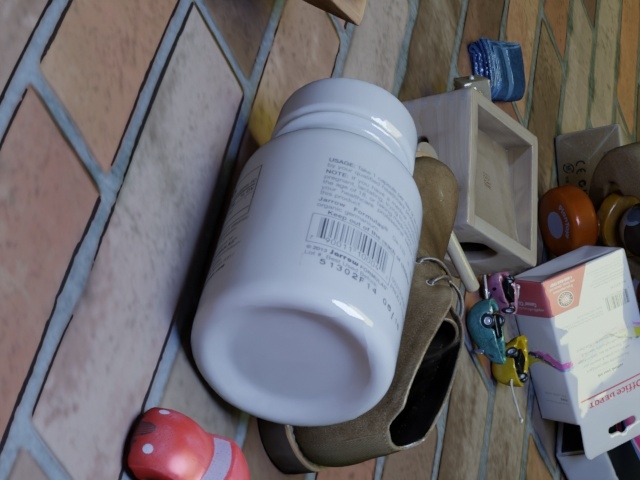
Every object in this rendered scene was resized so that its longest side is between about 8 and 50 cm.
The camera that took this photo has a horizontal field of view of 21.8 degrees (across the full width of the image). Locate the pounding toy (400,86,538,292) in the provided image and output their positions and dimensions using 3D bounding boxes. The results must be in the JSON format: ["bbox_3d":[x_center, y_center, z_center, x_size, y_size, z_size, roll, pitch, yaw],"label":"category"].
[{"bbox_3d":[0.099,-0.034,1.425,0.206,0.094,0.181,29,58,-50],"label":"pounding toy"}]

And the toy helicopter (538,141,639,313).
[{"bbox_3d":[0.381,0.063,1.781,0.235,0.140,0.355,145,-69,-66],"label":"toy helicopter"}]

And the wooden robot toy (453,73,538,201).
[{"bbox_3d":[0.149,-0.083,1.621,0.173,0.076,0.079,68,-10,-25],"label":"wooden robot toy"}]

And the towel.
[{"bbox_3d":[0.193,-0.183,1.785,0.119,0.029,0.067,-8,88,-68],"label":"towel"}]

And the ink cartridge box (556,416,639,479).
[{"bbox_3d":[0.357,0.292,1.920,0.175,0.069,0.371,-77,150,-45],"label":"ink cartridge box"}]

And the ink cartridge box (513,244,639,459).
[{"bbox_3d":[0.278,0.116,1.735,0.115,0.067,0.198,-21,102,-28],"label":"ink cartridge box"}]

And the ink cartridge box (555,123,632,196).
[{"bbox_3d":[0.363,0.002,2.030,0.193,0.088,0.234,35,48,-58],"label":"ink cartridge box"}]

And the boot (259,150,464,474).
[{"bbox_3d":[0.066,0.045,1.205,0.112,0.115,0.305,58,39,-32],"label":"boot"}]

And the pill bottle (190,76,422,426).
[{"bbox_3d":[0.000,0.000,1.108,0.229,0.131,0.131,-76,147,-45],"label":"pill bottle"}]

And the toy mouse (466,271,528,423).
[{"bbox_3d":[0.167,0.073,1.602,0.161,0.031,0.143,-75,146,-47],"label":"toy mouse"}]

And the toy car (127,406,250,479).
[{"bbox_3d":[-0.029,0.201,1.047,0.225,0.053,0.239,-21,100,-67],"label":"toy car"}]

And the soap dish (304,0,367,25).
[{"bbox_3d":[-0.014,-0.328,1.167,0.229,0.118,0.290,32,66,-58],"label":"soap dish"}]
